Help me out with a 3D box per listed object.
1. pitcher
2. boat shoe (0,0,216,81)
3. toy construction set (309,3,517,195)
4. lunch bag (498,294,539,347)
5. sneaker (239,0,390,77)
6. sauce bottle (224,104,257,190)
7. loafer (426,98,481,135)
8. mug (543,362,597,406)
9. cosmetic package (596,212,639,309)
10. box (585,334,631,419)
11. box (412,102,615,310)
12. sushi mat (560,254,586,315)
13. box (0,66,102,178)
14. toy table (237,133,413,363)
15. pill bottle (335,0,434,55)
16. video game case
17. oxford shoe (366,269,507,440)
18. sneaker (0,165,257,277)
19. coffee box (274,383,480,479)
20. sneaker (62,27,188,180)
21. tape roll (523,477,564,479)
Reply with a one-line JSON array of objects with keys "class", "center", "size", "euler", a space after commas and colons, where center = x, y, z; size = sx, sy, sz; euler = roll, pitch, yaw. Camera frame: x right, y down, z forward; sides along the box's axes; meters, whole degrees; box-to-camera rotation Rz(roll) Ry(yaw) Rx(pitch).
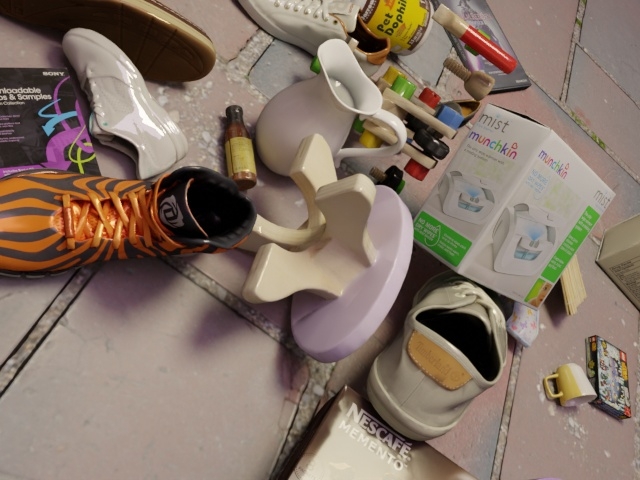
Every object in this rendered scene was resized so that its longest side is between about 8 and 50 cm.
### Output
[{"class": "pitcher", "center": [0.009, -0.158, 0.896], "size": [0.178, 0.207, 0.125], "euler": [45, 49, -9]}, {"class": "boat shoe", "center": [-0.295, -0.327, 0.824], "size": [0.341, 0.123, 0.123], "euler": [17, 59, -21]}, {"class": "toy construction set", "center": [0.110, -0.242, 0.969], "size": [0.237, 0.309, 0.257], "euler": [33, 44, -12]}, {"class": "lunch bag", "center": [0.342, 0.138, 1.091], "size": [0.071, 0.053, 0.083], "euler": [40, 40, -16]}, {"class": "sneaker", "center": [-0.004, -0.391, 1.065], "size": [0.290, 0.123, 0.106], "euler": [28, 55, -20]}, {"class": "sauce bottle", "center": [-0.118, -0.137, 0.902], "size": [0.042, 0.042, 0.128], "euler": [6, 66, -34]}, {"class": "loafer", "center": [0.249, -0.249, 1.214], "size": [0.170, 0.061, 0.062], "euler": [-27, 85, -41]}, {"class": "mug", "center": [0.443, 0.253, 1.101], "size": [0.078, 0.062, 0.064], "euler": [17, 50, -36]}, {"class": "cosmetic package", "center": [0.769, 0.084, 1.365], "size": [0.296, 0.153, 0.129], "euler": [46, 47, -9]}, {"class": "box", "center": [0.554, 0.262, 1.196], "size": [0.094, 0.027, 0.137], "euler": [30, 53, -22]}, {"class": "box", "center": [0.295, -0.043, 0.954], "size": [0.262, 0.231, 0.127], "euler": [24, 12, -44]}, {"class": "sushi mat", "center": [0.465, -0.020, 1.200], "size": [0.151, 0.019, 0.317], "euler": [-20, 98, -59]}, {"class": "box", "center": [-0.342, -0.133, 0.746], "size": [0.116, 0.029, 0.162], "euler": [-13, 74, -39]}, {"class": "toy table", "center": [0.000, 0.000, 0.808], "size": [0.161, 0.252, 0.274], "euler": [43, 38, -32]}, {"class": "pill bottle", "center": [0.099, -0.436, 1.164], "size": [0.214, 0.117, 0.117], "euler": [13, 60, -30]}, {"class": "video game case", "center": [0.369, -0.465, 1.439], "size": [0.196, 0.026, 0.274], "euler": [-17, 79, -40]}, {"class": "oxford shoe", "center": [0.200, 0.120, 0.871], "size": [0.169, 0.130, 0.449], "euler": [38, 25, 13]}, {"class": "sneaker", "center": [-0.214, -0.034, 0.674], "size": [0.321, 0.180, 0.125], "euler": [-8, 90, -38]}, {"class": "coffee box", "center": [0.091, 0.331, 0.713], "size": [0.297, 0.119, 0.168], "euler": [35, 50, 5]}, {"class": "sneaker", "center": [-0.268, -0.172, 0.794], "size": [0.212, 0.080, 0.094], "euler": [50, 58, -7]}, {"class": "tape roll", "center": [0.316, 0.482, 0.870], "size": [0.274, 0.090, 0.275], "euler": [16, 59, -28]}]
